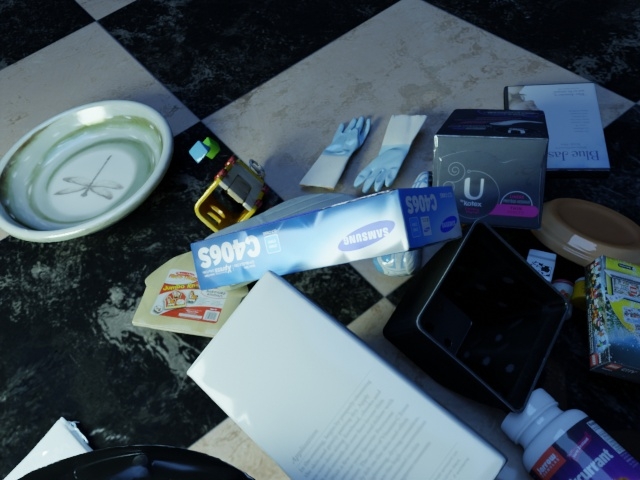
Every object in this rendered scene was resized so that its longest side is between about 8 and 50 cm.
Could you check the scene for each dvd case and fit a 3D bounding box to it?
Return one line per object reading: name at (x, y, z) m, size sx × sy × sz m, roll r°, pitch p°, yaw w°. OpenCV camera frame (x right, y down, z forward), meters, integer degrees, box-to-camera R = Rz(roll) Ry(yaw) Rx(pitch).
dvd case at (0.459, -0.223, 1.147) m, size 0.180 × 0.022 × 0.253 m, roll 1°, pitch 54°, yaw 13°

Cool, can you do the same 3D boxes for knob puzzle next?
knob puzzle at (-0.222, 0.090, 1.047) m, size 0.213 × 0.030 × 0.213 m, roll -1°, pitch 46°, yaw 1°

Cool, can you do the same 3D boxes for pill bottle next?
pill bottle at (0.327, 0.284, 0.729) m, size 0.108 × 0.108 × 0.193 m, roll -34°, pitch 53°, yaw -14°

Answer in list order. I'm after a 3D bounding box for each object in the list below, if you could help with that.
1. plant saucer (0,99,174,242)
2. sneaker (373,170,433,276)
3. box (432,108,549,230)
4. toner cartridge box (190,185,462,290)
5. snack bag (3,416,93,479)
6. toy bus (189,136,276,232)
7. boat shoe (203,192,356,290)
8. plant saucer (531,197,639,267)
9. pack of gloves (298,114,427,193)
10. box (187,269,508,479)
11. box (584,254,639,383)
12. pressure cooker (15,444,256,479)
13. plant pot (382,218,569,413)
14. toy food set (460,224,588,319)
plant saucer at (-0.493, -0.137, 1.239) m, size 0.400 × 0.101 × 0.401 m, roll -6°, pitch 53°, yaw 7°
sneaker at (0.156, -0.038, 1.034) m, size 0.086 × 0.085 × 0.237 m, roll 5°, pitch 51°, yaw 25°
box at (0.284, -0.128, 0.961) m, size 0.165 × 0.144 × 0.270 m, roll 5°, pitch 21°, yaw 18°
toner cartridge box at (0.000, 0.000, 0.806) m, size 0.347 × 0.165 × 0.075 m, roll -13°, pitch 89°, yaw 36°
snack bag at (-0.394, 0.461, 0.796) m, size 0.323 × 0.037 × 0.342 m, roll 28°, pitch 63°, yaw 30°
toy bus at (-0.174, -0.086, 1.123) m, size 0.104 × 0.202 × 0.191 m, roll -44°, pitch 58°, yaw 17°
boat shoe at (-0.066, -0.002, 1.045) m, size 0.302 × 0.094 × 0.109 m, roll -19°, pitch 40°, yaw -13°
plant saucer at (0.435, -0.015, 0.925) m, size 0.199 × 0.037 × 0.200 m, roll 9°, pitch 31°, yaw -5°
pack of gloves at (0.093, -0.170, 1.187) m, size 0.195 × 0.046 × 0.232 m, roll 8°, pitch 51°, yaw 32°
box at (0.040, 0.222, 0.728) m, size 0.345 × 0.215 × 0.168 m, roll 37°, pitch 85°, yaw 27°
box at (0.484, 0.126, 0.796) m, size 0.232 × 0.044 × 0.159 m, roll 16°, pitch 60°, yaw -5°
pressure cooker at (-0.186, 0.458, 0.531) m, size 0.375 × 0.421 × 0.370 m, roll -9°, pitch 28°, yaw -24°
plant pot at (0.202, 0.115, 0.826) m, size 0.188 × 0.167 × 0.187 m, roll 41°, pitch 64°, yaw -8°
toy food set at (0.320, 0.042, 0.915) m, size 0.232 × 0.111 × 0.105 m, roll 13°, pitch 57°, yaw 21°
